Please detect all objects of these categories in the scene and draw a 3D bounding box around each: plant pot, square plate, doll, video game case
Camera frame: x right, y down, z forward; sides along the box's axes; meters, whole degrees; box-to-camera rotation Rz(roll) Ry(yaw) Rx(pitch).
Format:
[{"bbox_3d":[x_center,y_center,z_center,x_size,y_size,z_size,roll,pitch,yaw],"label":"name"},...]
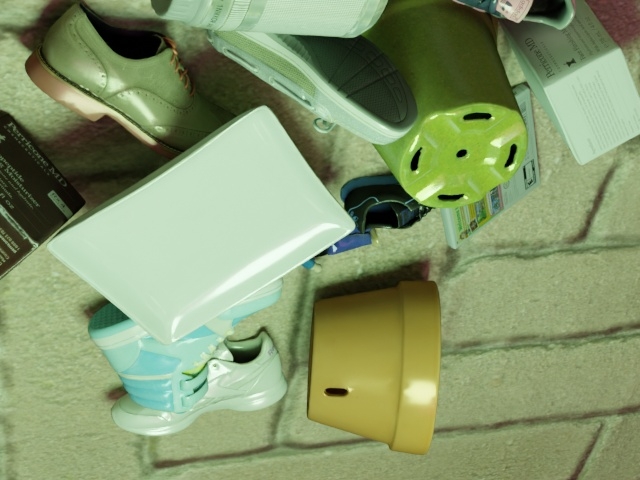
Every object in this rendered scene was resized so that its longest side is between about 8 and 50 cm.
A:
[{"bbox_3d":[0.083,0.207,2.098,0.203,0.291,0.291,3,134,-2],"label":"plant pot"},{"bbox_3d":[-0.159,-0.018,1.762,0.347,0.049,0.344,-32,144,5],"label":"square plate"},{"bbox_3d":[0.000,0.000,2.006,0.188,0.046,0.129,-8,135,-14],"label":"doll"},{"bbox_3d":[0.260,-0.113,1.957,0.193,0.023,0.212,-36,139,-17],"label":"video game case"},{"bbox_3d":[0.158,-0.191,1.722,0.276,0.254,0.276,-11,136,-11],"label":"plant pot"}]

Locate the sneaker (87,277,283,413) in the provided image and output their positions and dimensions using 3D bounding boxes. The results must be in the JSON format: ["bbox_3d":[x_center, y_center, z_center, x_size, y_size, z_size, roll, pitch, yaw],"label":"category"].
[{"bbox_3d":[-0.187,0.162,2.000,0.318,0.127,0.208,-17,114,9],"label":"sneaker"}]

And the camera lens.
[{"bbox_3d":[-0.054,-0.357,1.497,0.274,0.219,0.219,0,133,-21],"label":"camera lens"}]

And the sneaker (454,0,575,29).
[{"bbox_3d":[0.214,-0.349,1.639,0.319,0.131,0.112,-1,140,-36],"label":"sneaker"}]

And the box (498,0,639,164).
[{"bbox_3d":[0.364,-0.242,1.802,0.119,0.181,0.182,-29,137,8],"label":"box"}]

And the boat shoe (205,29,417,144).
[{"bbox_3d":[-0.016,-0.221,1.621,0.118,0.320,0.103,-44,164,-41],"label":"boat shoe"}]

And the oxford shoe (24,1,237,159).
[{"bbox_3d":[-0.210,-0.200,1.672,0.348,0.123,0.130,21,118,-37],"label":"oxford shoe"}]

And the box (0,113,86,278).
[{"bbox_3d":[-0.447,-0.036,1.643,0.167,0.203,0.168,-38,99,17],"label":"box"}]

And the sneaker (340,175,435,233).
[{"bbox_3d":[0.151,-0.065,1.965,0.232,0.090,0.081,-14,135,-8],"label":"sneaker"}]

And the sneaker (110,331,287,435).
[{"bbox_3d":[-0.212,0.233,2.134,0.305,0.114,0.152,-15,123,-12],"label":"sneaker"}]
